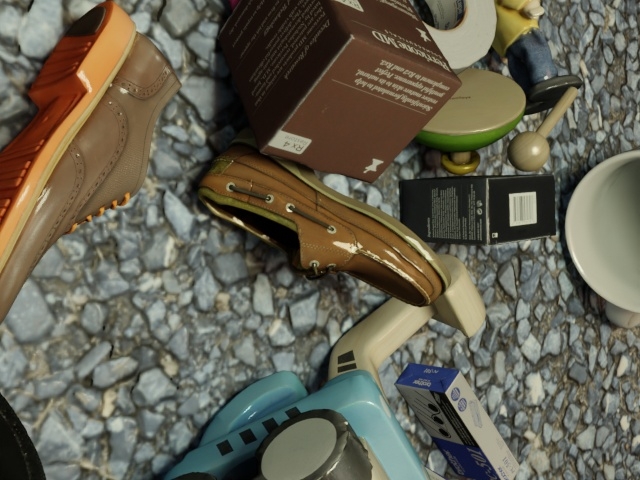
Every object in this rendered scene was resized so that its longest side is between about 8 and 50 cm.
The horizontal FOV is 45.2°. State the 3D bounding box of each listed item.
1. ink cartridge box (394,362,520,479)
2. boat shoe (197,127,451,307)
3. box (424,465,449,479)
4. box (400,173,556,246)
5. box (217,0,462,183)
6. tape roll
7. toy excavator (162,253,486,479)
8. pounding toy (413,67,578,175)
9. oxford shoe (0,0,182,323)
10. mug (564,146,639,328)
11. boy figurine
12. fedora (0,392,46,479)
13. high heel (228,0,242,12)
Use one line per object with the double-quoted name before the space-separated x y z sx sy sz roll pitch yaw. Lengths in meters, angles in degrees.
"ink cartridge box" 0.199 0.268 1.111 0.046 0.097 0.207 -49 118 -29
"boat shoe" 0.000 0.000 0.891 0.307 0.110 0.104 33 63 4
"box" 0.101 0.328 1.003 0.126 0.137 0.072 39 65 -33
"box" 0.223 -0.046 1.093 0.156 0.158 0.093 -6 96 -40
"box" 0.014 -0.204 0.866 0.169 0.167 0.203 11 44 -40
"tape roll" 0.133 -0.320 1.044 0.219 0.072 0.219 9 71 -28
"toy excavator" 0.020 0.208 0.905 0.433 0.445 0.222 -27 114 7
"pounding toy" 0.215 -0.148 1.075 0.183 0.237 0.110 -50 146 -40
"oxford shoe" -0.239 -0.052 0.739 0.133 0.130 0.363 40 66 -39
"mug" 0.622 -0.003 1.381 0.328 0.276 0.373 -18 131 -45
"boy figurine" 0.295 -0.333 1.168 0.092 0.177 0.285 -15 75 -3
"fedora" -0.373 0.181 0.582 0.153 0.334 0.334 -39 118 5
"high heel" -0.029 -0.356 0.960 0.244 0.082 0.117 -40 143 -46
